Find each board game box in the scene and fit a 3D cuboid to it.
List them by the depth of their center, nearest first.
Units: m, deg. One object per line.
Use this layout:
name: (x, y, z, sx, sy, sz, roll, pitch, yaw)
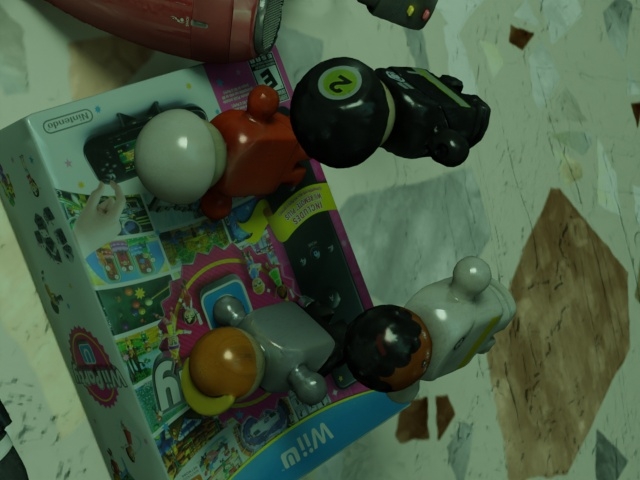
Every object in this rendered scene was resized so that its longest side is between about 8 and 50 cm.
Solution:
board game box: (-0.083, 0.032, 0.747, 0.224, 0.097, 0.303, -26, 99, -39)

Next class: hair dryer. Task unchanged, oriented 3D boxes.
hair dryer: (-0.080, -0.189, 0.768, 0.293, 0.223, 0.080, -2, 113, -27)

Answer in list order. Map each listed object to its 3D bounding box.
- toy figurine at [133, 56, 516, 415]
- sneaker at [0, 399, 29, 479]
toy figurine: (0.000, 0.000, 0.622, 0.148, 0.213, 0.210, -9, 92, -52)
sneaker: (-0.278, 0.147, 0.582, 0.217, 0.079, 0.121, -20, 92, -48)
